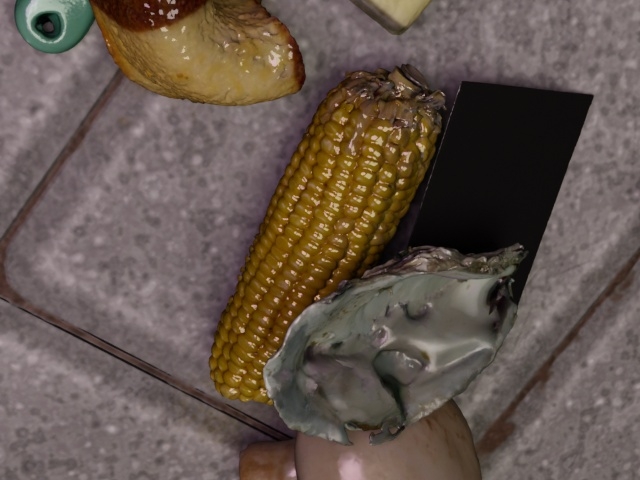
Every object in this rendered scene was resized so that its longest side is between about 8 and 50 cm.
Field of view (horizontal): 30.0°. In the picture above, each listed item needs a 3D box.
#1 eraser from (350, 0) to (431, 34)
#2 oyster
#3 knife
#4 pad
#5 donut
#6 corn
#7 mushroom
[{"bbox_3d":[0.067,-0.257,0.902,0.117,0.058,0.172,34,102,-28],"label":"eraser"},{"bbox_3d":[0.067,0.063,0.941,0.252,0.087,0.199,-53,129,-18],"label":"oyster"},{"bbox_3d":[-0.142,-0.252,0.866,0.063,0.034,0.260,31,97,-24],"label":"knife"},{"bbox_3d":[0.141,-0.017,1.031,0.170,0.006,0.245,-1,117,-39],"label":"pad"},{"bbox_3d":[-0.086,-0.177,0.862,0.141,0.085,0.217,-29,126,-17],"label":"donut"},{"bbox_3d":[0.000,0.000,0.976,0.115,0.115,0.317,19,108,-23],"label":"corn"},{"bbox_3d":[0.039,0.212,1.037,0.209,0.206,0.206,-34,118,2],"label":"mushroom"}]
